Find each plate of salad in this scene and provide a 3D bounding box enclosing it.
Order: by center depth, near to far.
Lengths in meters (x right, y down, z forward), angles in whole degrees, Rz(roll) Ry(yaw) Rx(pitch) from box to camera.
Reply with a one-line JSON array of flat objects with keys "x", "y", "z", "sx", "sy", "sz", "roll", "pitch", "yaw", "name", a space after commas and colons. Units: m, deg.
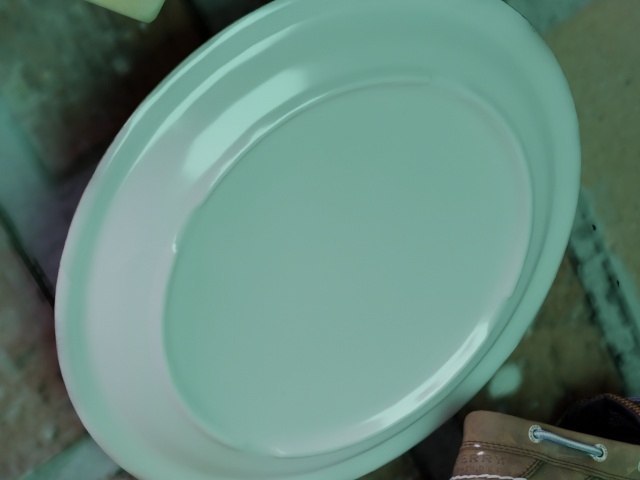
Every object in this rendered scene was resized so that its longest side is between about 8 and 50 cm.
[{"x": 0.000, "y": 0.000, "z": 0.669, "sx": 0.200, "sy": 0.048, "sz": 0.200, "roll": -17, "pitch": 127, "yaw": -24, "name": "plate of salad"}]

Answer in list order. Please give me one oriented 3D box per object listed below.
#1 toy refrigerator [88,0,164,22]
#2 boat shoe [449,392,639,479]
[{"x": -0.158, "y": -0.141, "z": 0.492, "sx": 0.269, "sy": 0.102, "sz": 0.094, "roll": 19, "pitch": 99, "yaw": -34, "name": "toy refrigerator"}, {"x": 0.119, "y": 0.091, "z": 0.756, "sx": 0.183, "sy": 0.066, "sz": 0.066, "roll": 6, "pitch": 79, "yaw": -49, "name": "boat shoe"}]
